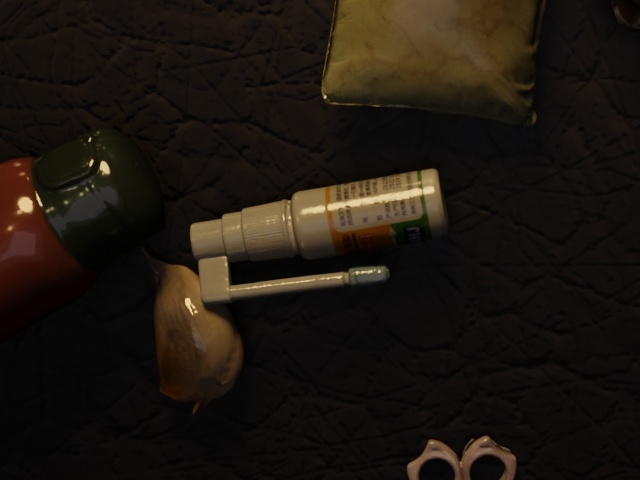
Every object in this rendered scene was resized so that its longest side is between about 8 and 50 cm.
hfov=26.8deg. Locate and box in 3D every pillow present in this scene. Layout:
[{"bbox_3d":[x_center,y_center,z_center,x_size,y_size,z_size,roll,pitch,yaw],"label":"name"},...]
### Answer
[{"bbox_3d":[0.108,-0.250,1.092,0.185,0.075,0.302,7,104,-1],"label":"pillow"}]

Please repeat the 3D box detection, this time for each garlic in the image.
[{"bbox_3d":[-0.113,0.081,1.192,0.084,0.066,0.152,-5,105,8],"label":"garlic"}]

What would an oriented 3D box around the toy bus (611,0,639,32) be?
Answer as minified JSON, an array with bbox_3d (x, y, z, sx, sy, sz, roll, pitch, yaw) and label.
[{"bbox_3d":[0.353,-0.178,1.061,0.342,0.097,0.138,41,78,-5],"label":"toy bus"}]

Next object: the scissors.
[{"bbox_3d":[0.138,0.270,1.242,0.100,0.015,0.189,-6,104,8],"label":"scissors"}]

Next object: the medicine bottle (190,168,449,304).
[{"bbox_3d":[0.000,0.000,1.159,0.221,0.061,0.092,-9,76,7],"label":"medicine bottle"}]

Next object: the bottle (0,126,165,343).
[{"bbox_3d":[-0.291,0.019,1.161,0.336,0.144,0.144,-29,99,8],"label":"bottle"}]
